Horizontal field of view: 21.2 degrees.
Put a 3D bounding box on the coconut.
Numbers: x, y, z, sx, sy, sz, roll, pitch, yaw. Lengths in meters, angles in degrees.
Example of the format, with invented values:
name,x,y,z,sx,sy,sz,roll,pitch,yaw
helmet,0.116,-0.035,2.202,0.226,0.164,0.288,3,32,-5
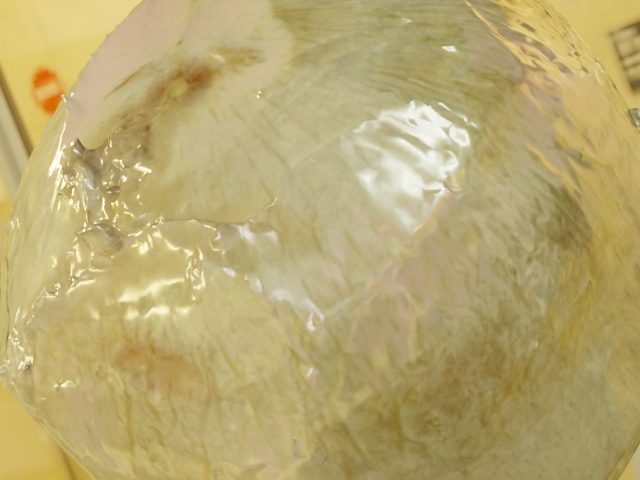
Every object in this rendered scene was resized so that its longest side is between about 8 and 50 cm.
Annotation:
name,x,y,z,sx,sy,sz,roll,pitch,yaw
coconut,0.000,0.000,0.757,0.297,0.254,0.297,-29,31,19
